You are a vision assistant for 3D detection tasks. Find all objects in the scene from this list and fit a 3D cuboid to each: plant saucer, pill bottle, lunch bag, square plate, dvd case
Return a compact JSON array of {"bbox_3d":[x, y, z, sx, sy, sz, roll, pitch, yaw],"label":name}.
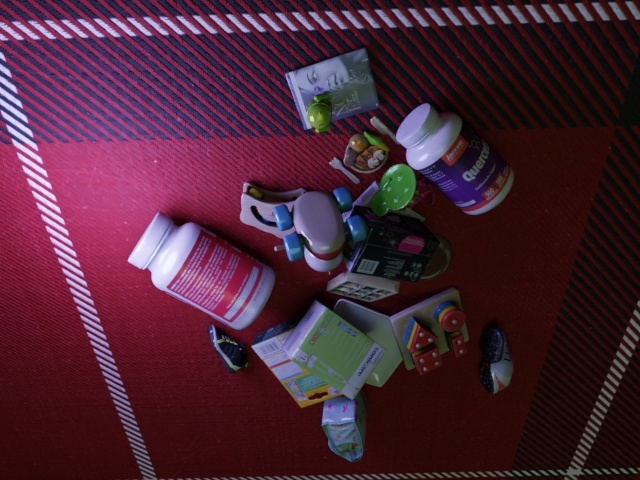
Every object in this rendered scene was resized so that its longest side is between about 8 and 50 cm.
[{"bbox_3d":[0.343,0.063,1.629,0.198,0.036,0.199,-1,122,-1],"label":"plant saucer"},{"bbox_3d":[-0.365,0.091,1.527,0.407,0.229,0.229,33,117,-20],"label":"pill bottle"},{"bbox_3d":[0.106,0.700,1.927,0.160,0.223,0.262,-11,124,14],"label":"lunch bag"},{"bbox_3d":[0.153,0.378,1.823,0.347,0.049,0.344,21,121,-13],"label":"square plate"},{"bbox_3d":[0.036,-0.407,1.333,0.221,0.018,0.165,-15,122,9],"label":"dvd case"},{"bbox_3d":[0.365,-0.225,1.356,0.323,0.181,0.181,35,116,-21],"label":"pill bottle"}]

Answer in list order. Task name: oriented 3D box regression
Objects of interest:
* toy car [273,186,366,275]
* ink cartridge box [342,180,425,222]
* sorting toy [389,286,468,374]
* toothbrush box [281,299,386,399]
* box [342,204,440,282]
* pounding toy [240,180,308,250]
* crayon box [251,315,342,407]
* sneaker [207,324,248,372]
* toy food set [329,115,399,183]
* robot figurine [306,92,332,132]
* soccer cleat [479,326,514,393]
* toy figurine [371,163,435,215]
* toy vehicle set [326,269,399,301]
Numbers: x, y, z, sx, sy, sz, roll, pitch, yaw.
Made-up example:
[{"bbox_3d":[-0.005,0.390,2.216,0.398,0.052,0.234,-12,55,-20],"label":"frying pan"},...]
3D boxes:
[{"bbox_3d":[0.000,0.000,1.424,0.219,0.210,0.238,-17,146,-8],"label":"toy car"},{"bbox_3d":[0.192,-0.067,1.547,0.224,0.056,0.181,25,121,-37],"label":"ink cartridge box"},{"bbox_3d":[0.401,0.331,1.727,0.257,0.089,0.256,-24,121,-5],"label":"sorting toy"},{"bbox_3d":[0.046,0.368,1.666,0.283,0.122,0.206,37,84,-19],"label":"toothbrush box"},{"bbox_3d":[0.197,0.013,1.479,0.247,0.142,0.163,10,119,-25],"label":"box"},{"bbox_3d":[-0.113,-0.074,1.466,0.269,0.155,0.154,22,122,-17],"label":"pounding toy"},{"bbox_3d":[-0.073,0.447,1.797,0.203,0.083,0.323,-27,108,26],"label":"crayon box"},{"bbox_3d":[-0.338,0.387,1.824,0.097,0.084,0.235,-28,123,-11],"label":"sneaker"},{"bbox_3d":[0.131,-0.249,1.422,0.132,0.039,0.192,36,116,-21],"label":"toy food set"},{"bbox_3d":[-0.003,-0.337,1.297,0.067,0.115,0.101,0,123,1],"label":"robot figurine"},{"bbox_3d":[0.671,0.438,1.847,0.116,0.109,0.318,-17,122,-14],"label":"soccer cleat"},{"bbox_3d":[0.258,-0.127,1.429,0.159,0.130,0.173,9,135,-41],"label":"toy figurine"},{"bbox_3d":[0.129,0.150,1.582,0.165,0.035,0.267,14,165,-9],"label":"toy vehicle set"}]
